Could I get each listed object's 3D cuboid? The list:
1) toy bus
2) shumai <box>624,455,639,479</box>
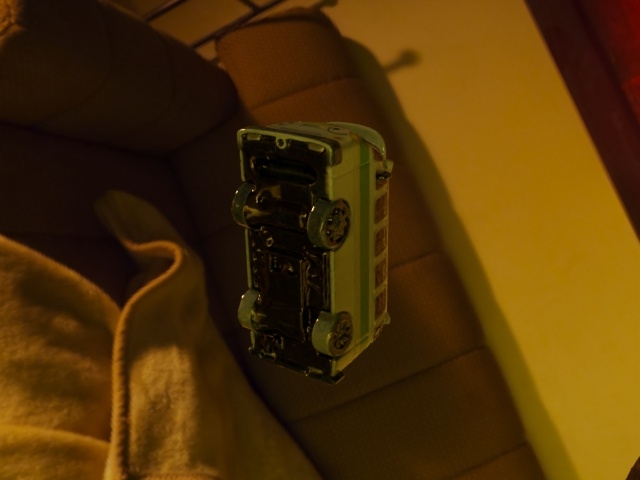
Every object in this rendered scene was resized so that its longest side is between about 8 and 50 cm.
[{"bbox_3d":[0.000,0.000,0.874,0.164,0.133,0.276,-28,125,-49],"label":"toy bus"},{"bbox_3d":[0.258,0.231,0.493,0.184,0.185,0.218,41,-32,58],"label":"shumai"}]
